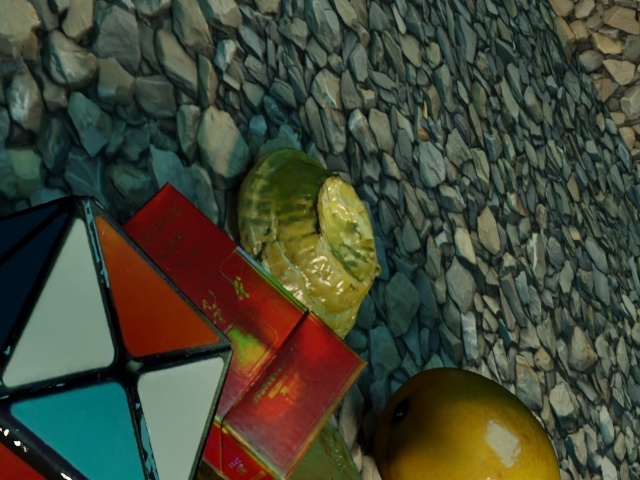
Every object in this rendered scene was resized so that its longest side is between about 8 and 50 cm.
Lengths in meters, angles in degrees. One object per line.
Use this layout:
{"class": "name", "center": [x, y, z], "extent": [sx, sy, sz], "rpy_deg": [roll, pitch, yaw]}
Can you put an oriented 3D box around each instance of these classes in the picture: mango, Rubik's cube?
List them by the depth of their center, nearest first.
{"class": "Rubik's cube", "center": [-0.262, 0.140, 1.068], "extent": [0.250, 0.248, 0.246], "rpy_deg": [50, 39, -33]}
{"class": "mango", "center": [0.226, 0.333, 1.708], "extent": [0.221, 0.264, 0.378], "rpy_deg": [-55, 129, -18]}

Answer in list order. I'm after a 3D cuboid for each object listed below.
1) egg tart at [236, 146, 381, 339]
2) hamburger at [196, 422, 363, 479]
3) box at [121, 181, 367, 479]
{"class": "egg tart", "center": [0.000, 0.000, 1.665], "extent": [0.290, 0.115, 0.290], "rpy_deg": [32, 50, -48]}
{"class": "hamburger", "center": [-0.044, 0.285, 1.387], "extent": [0.213, 0.108, 0.214], "rpy_deg": [17, 33, -11]}
{"class": "box", "center": [-0.123, 0.109, 1.310], "extent": [0.313, 0.089, 0.197], "rpy_deg": [43, 47, -3]}
